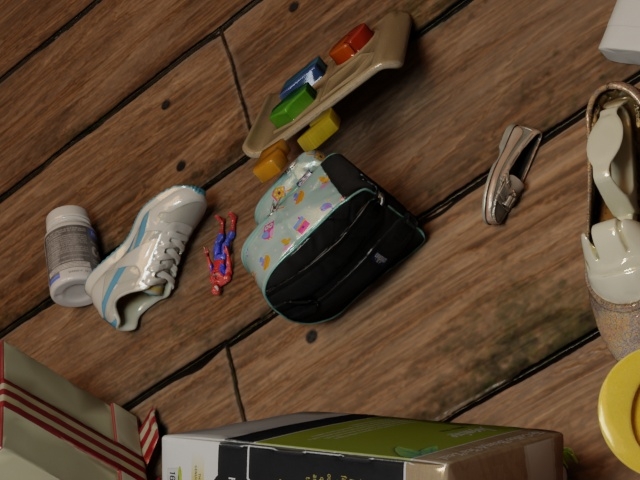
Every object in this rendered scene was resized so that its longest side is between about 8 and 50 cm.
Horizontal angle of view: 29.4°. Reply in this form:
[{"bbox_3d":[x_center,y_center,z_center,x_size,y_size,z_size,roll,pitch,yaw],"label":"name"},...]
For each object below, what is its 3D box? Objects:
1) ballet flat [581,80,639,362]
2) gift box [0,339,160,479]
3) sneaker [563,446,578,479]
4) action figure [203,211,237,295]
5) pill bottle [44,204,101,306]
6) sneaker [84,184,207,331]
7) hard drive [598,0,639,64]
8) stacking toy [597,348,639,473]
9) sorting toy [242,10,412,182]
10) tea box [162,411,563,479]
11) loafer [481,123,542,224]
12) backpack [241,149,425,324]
[{"bbox_3d":[0.306,-0.023,1.241,0.108,0.106,0.316,-16,60,32],"label":"ballet flat"},{"bbox_3d":[-0.352,0.297,1.511,0.255,0.258,0.276,-42,29,17],"label":"gift box"},{"bbox_3d":[0.161,0.262,1.254,0.235,0.084,0.097,-19,24,35],"label":"sneaker"},{"bbox_3d":[-0.133,0.019,1.623,0.038,0.030,0.115,-10,65,29],"label":"action figure"},{"bbox_3d":[-0.359,0.021,1.765,0.078,0.078,0.137,-32,52,22],"label":"pill bottle"},{"bbox_3d":[-0.223,0.023,1.660,0.228,0.087,0.092,-51,54,16],"label":"sneaker"},{"bbox_3d":[0.449,-0.329,1.327,0.203,0.040,0.307,16,79,42],"label":"hard drive"},{"bbox_3d":[0.370,0.268,1.082,0.280,0.130,0.309,10,76,14],"label":"stacking toy"},{"bbox_3d":[0.001,-0.185,1.503,0.229,0.041,0.307,-31,19,21],"label":"sorting toy"},{"bbox_3d":[0.039,0.339,1.129,0.324,0.220,0.329,0,90,38],"label":"tea box"},{"bbox_3d":[0.217,-0.075,1.383,0.039,0.045,0.125,8,71,33],"label":"loafer"},{"bbox_3d":[0.000,0.000,1.429,0.188,0.166,0.144,-50,51,6],"label":"backpack"}]
